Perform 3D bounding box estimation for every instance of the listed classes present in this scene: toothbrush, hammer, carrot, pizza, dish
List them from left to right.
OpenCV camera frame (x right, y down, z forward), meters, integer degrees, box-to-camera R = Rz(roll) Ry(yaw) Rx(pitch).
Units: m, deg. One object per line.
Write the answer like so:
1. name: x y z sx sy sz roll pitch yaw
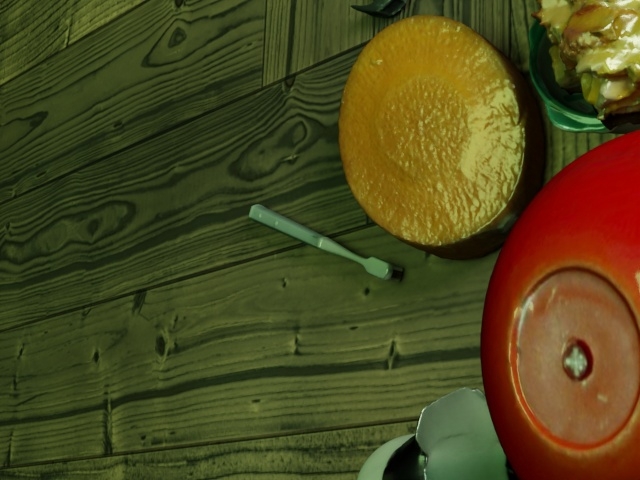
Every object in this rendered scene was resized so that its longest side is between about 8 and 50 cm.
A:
1. toothbrush: -0.002 0.000 1.874 0.342 0.030 0.025 23 98 54
2. hammer: 0.063 -0.409 1.912 0.111 0.033 0.287 -43 47 37
3. carrot: 0.143 -0.114 1.674 0.258 0.100 0.307 -57 48 23
4. dish: 0.322 -0.166 1.417 0.246 0.078 0.224 17 62 35
5. pizza: 0.318 -0.230 1.350 0.278 0.114 0.409 -42 45 -17

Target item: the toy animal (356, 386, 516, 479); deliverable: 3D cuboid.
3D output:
1. toy animal: 0.121 0.262 1.552 0.179 0.138 0.166 -38 30 51

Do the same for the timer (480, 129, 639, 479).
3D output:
1. timer: 0.306 0.091 1.207 0.378 0.279 0.378 -4 85 52
